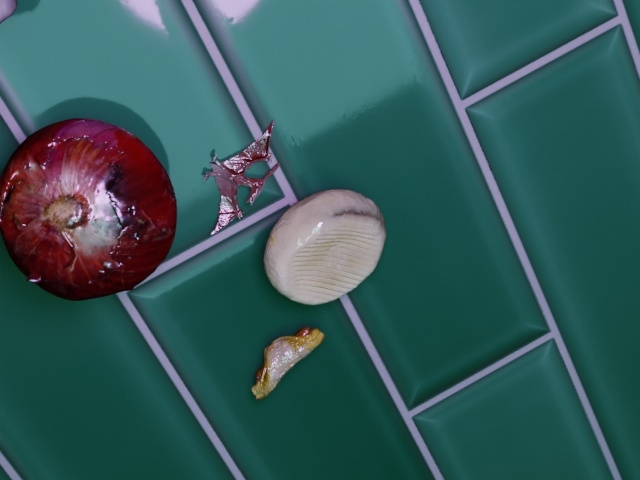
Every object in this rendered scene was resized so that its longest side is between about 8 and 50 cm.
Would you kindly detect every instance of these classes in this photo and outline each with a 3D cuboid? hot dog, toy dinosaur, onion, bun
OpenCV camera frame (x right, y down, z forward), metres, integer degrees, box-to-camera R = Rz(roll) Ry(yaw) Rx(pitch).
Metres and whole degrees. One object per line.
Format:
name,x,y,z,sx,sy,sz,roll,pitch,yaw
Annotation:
hot dog,-0.071,0.207,1.528,0.169,0.078,0.061,-44,95,-2
toy dinosaur,-0.136,-0.107,1.434,0.108,0.032,0.220,26,98,-16
onion,-0.350,-0.048,1.297,0.276,0.276,0.276,-4,108,-12
bun,0.000,0.000,1.457,0.222,0.127,0.222,-18,130,-23

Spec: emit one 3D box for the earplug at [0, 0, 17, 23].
earplug,-0.569,-0.458,1.049,0.312,0.312,0.394,-8,117,-10
